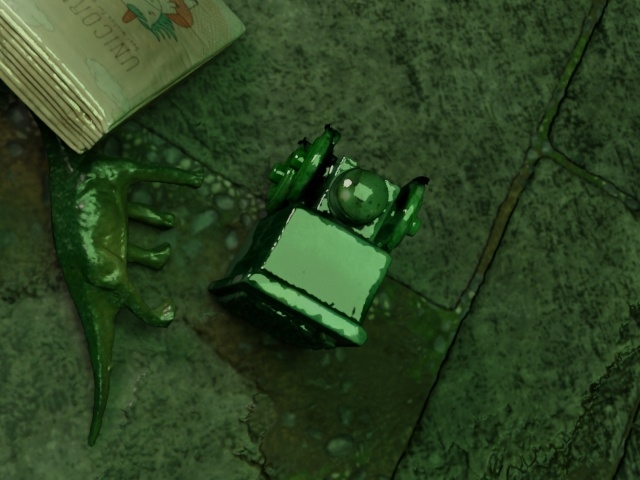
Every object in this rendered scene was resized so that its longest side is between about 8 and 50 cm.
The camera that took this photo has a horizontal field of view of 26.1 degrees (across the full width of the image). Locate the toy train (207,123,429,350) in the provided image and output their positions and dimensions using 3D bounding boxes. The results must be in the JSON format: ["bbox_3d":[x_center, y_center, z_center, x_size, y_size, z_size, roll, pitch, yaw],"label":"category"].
[{"bbox_3d":[0.000,0.000,1.410,0.145,0.266,0.202,30,79,-9],"label":"toy train"}]

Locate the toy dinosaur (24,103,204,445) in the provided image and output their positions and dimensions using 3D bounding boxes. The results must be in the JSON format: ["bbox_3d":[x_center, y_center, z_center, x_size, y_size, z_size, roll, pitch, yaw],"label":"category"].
[{"bbox_3d":[-0.274,-0.035,1.381,0.300,0.087,0.447,17,78,-29],"label":"toy dinosaur"}]

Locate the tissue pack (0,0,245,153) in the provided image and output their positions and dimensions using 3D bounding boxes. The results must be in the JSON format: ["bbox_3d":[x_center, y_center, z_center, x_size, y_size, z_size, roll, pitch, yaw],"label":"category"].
[{"bbox_3d":[-0.207,-0.215,1.397,0.170,0.071,0.325,49,30,-5],"label":"tissue pack"}]
